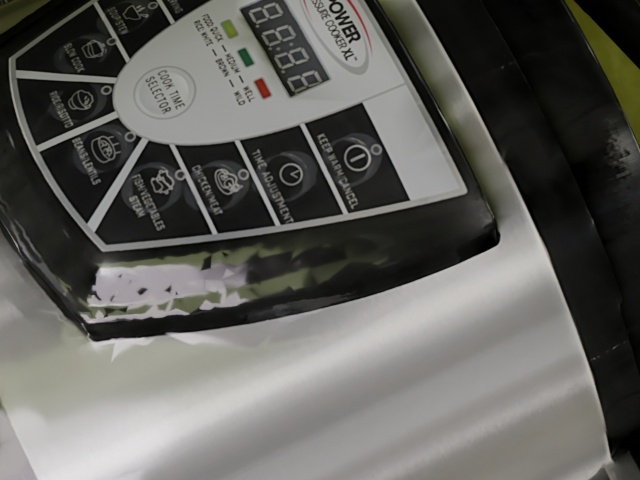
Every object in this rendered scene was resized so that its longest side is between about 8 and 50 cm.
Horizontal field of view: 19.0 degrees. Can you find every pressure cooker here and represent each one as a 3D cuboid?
[{"bbox_3d":[0.000,0.001,0.973,0.420,0.375,0.370,-25,111,-6],"label":"pressure cooker"}]

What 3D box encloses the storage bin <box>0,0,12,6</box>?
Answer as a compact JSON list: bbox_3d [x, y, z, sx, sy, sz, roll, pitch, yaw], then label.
[{"bbox_3d":[-0.225,-0.108,1.117,0.098,0.091,0.135,-20,97,6],"label":"storage bin"}]
